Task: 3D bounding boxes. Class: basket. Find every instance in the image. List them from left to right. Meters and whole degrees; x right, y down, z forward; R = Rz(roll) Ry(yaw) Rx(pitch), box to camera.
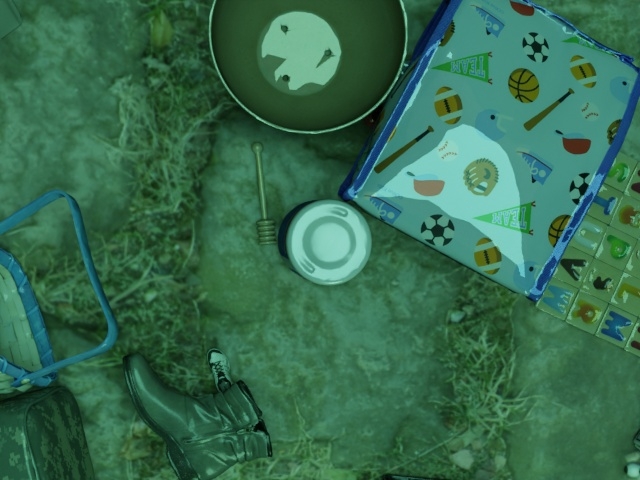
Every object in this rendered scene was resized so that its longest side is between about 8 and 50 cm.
[{"bbox_3d":[-0.448,0.089,1.664,0.289,0.201,0.255,-26,67,13],"label":"basket"}]

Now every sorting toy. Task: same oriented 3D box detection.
[{"bbox_3d":[0.075,-0.217,1.826,0.061,0.042,0.102,-7,80,-22],"label":"sorting toy"}]

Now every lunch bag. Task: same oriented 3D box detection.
[{"bbox_3d":[-0.476,0.387,1.691,0.256,0.212,0.305,-13,92,10],"label":"lunch bag"},{"bbox_3d":[0.253,-0.156,1.697,0.328,0.239,0.385,27,92,-5],"label":"lunch bag"}]

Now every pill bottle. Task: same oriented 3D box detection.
[{"bbox_3d":[0.000,0.000,1.725,0.124,0.221,0.124,0,92,-7],"label":"pill bottle"}]

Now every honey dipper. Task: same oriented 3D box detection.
[{"bbox_3d":[-0.089,-0.074,1.811,0.030,0.030,0.161,-5,89,-7],"label":"honey dipper"}]

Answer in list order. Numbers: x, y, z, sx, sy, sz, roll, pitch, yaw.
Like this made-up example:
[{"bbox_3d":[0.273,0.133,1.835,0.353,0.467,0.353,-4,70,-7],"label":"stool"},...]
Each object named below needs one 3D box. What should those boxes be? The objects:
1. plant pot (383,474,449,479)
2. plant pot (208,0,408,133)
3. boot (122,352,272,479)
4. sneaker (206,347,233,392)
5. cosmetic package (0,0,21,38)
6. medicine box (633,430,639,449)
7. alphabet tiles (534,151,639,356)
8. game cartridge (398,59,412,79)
[{"bbox_3d":[0.189,0.484,1.788,0.187,0.188,0.167,7,102,-8],"label":"plant pot"},{"bbox_3d":[-0.024,-0.292,1.729,0.284,0.191,0.284,0,90,-5],"label":"plant pot"},{"bbox_3d":[-0.183,0.249,1.769,0.161,0.083,0.246,-28,103,4],"label":"boot"},{"bbox_3d":[-0.153,0.207,1.804,0.032,0.037,0.083,-22,92,-4],"label":"sneaker"},{"bbox_3d":[-0.677,-0.335,1.580,0.393,0.327,0.329,-40,96,-6],"label":"cosmetic package"},{"bbox_3d":[0.704,0.294,1.858,0.263,0.149,0.289,37,87,-7],"label":"medicine box"},{"bbox_3d":[0.502,0.024,1.878,0.342,0.011,0.285,25,90,-12],"label":"alphabet tiles"},{"bbox_3d":[0.272,-0.198,1.841,0.297,0.062,0.198,-5,96,-7],"label":"game cartridge"}]
